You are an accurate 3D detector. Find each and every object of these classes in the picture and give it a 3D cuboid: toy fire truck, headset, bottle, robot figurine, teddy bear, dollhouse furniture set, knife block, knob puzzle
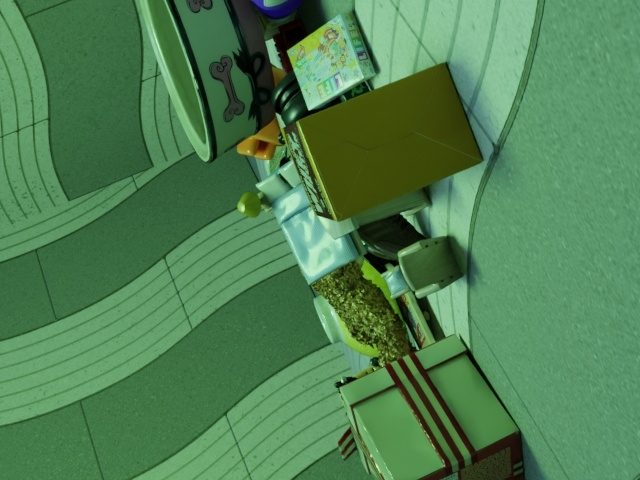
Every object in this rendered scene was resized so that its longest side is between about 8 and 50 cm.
[{"bbox_3d":[-0.047,-0.361,2.031,0.135,0.047,0.192,-125,13,-56],"label":"toy fire truck"},{"bbox_3d":[0.025,-0.205,1.785,0.394,0.185,0.243,1,115,66],"label":"headset"},{"bbox_3d":[-0.068,-0.434,1.642,0.092,0.118,0.283,57,173,5],"label":"bottle"},{"bbox_3d":[-0.121,-0.290,2.246,0.128,0.158,0.220,4,-80,-82],"label":"robot figurine"},{"bbox_3d":[0.102,0.137,2.011,0.338,0.113,0.245,54,-169,11],"label":"teddy bear"},{"bbox_3d":[0.000,0.000,1.558,0.303,0.198,0.286,-28,83,41],"label":"dollhouse furniture set"},{"bbox_3d":[0.150,0.296,2.136,0.088,0.275,0.242,62,147,17],"label":"knife block"},{"bbox_3d":[0.178,0.126,1.946,0.213,0.030,0.213,156,90,-85],"label":"knob puzzle"}]

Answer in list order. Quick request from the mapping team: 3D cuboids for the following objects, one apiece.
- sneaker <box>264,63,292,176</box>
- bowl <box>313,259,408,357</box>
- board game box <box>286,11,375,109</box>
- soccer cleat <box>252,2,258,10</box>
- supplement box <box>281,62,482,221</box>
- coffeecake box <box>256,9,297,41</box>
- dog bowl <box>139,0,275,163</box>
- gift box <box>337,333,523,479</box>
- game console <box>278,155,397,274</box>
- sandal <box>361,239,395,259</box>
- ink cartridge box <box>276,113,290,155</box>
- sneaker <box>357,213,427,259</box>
[{"bbox_3d":[-0.096,-0.278,2.452,0.148,0.131,0.350,-110,7,-54],"label":"sneaker"},{"bbox_3d":[0.077,0.157,2.334,0.289,0.156,0.290,157,90,-83],"label":"bowl"},{"bbox_3d":[0.015,-0.276,1.569,0.154,0.026,0.103,-22,88,54],"label":"board game box"},{"bbox_3d":[-0.112,-0.461,1.876,0.196,0.076,0.068,17,128,56],"label":"soccer cleat"},{"bbox_3d":[0.068,-0.121,1.272,0.194,0.191,0.129,-154,42,-81],"label":"supplement box"},{"bbox_3d":[-0.111,-0.489,2.019,0.185,0.068,0.142,177,70,-84],"label":"coffeecake box"},{"bbox_3d":[-0.209,-0.358,1.867,0.408,0.150,0.408,160,90,-78],"label":"dog bowl"},{"bbox_3d":[0.179,0.348,1.732,0.276,0.255,0.258,83,162,-45],"label":"gift box"},{"bbox_3d":[0.047,-0.029,2.125,0.361,0.044,0.213,44,176,32],"label":"game console"},{"bbox_3d":[0.098,-0.057,1.839,0.060,0.090,0.219,112,147,-49],"label":"sandal"},{"bbox_3d":[-0.035,-0.239,2.162,0.092,0.089,0.143,-120,9,-47],"label":"ink cartridge box"},{"bbox_3d":[0.099,-0.031,1.650,0.188,0.066,0.071,26,133,15],"label":"sneaker"}]
